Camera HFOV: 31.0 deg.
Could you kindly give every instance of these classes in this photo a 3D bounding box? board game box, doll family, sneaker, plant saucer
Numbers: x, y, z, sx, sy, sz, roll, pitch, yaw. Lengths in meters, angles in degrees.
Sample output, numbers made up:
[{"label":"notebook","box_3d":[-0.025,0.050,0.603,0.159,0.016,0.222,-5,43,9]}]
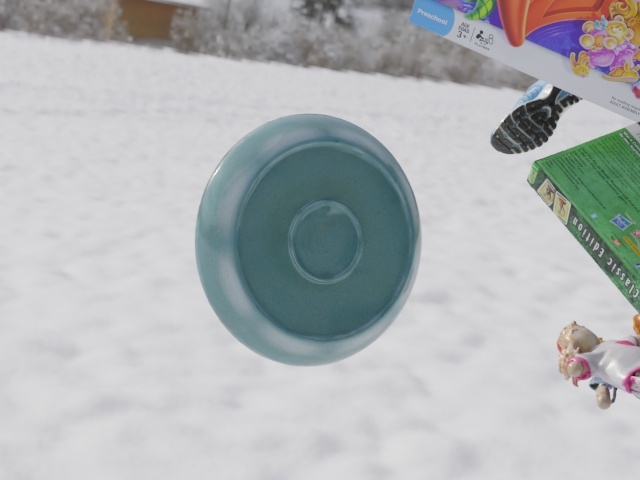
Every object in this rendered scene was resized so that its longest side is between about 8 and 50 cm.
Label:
[{"label":"board game box","box_3d":[0.278,0.018,0.828,0.136,0.030,0.259,-21,58,-21]},{"label":"doll family","box_3d":[0.314,0.107,1.042,0.263,0.118,0.163,-24,29,-34]},{"label":"sneaker","box_3d":[0.293,-0.174,1.555,0.063,0.162,0.073,52,-7,-13]},{"label":"board game box","box_3d":[0.270,-0.229,0.963,0.347,0.233,0.078,26,39,13]},{"label":"plant saucer","box_3d":[0.000,0.000,1.428,0.318,0.317,0.044,3,-1,-28]}]
